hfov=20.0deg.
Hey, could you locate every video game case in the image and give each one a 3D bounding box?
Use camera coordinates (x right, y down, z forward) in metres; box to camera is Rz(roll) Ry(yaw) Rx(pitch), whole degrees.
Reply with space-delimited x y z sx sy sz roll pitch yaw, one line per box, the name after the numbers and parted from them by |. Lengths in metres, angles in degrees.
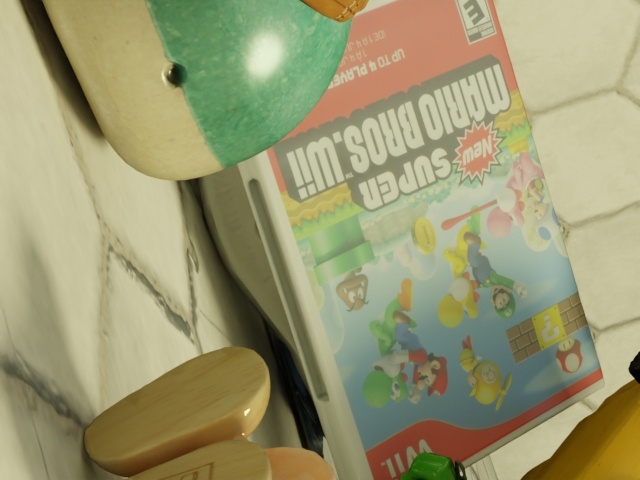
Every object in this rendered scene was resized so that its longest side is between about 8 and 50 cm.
0.058 -0.006 1.076 0.025 0.204 0.285 -3 -72 54 | video game case

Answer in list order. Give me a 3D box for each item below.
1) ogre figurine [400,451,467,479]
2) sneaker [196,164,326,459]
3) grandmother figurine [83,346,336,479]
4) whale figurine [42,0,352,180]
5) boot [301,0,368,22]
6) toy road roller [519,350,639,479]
0.045 0.222 1.000 0.197 0.097 0.118 -91 170 -50 | ogre figurine
0.001 0.000 1.207 0.236 0.130 0.323 -127 -166 -81 | sneaker
0.009 0.222 0.709 0.208 0.104 0.342 -78 149 -60 | grandmother figurine
-0.062 -0.151 0.903 0.272 0.141 0.216 -101 171 -57 | whale figurine
-0.065 -0.226 0.751 0.220 0.109 0.283 25 37 -27 | boot
0.206 0.203 1.125 0.202 0.240 0.329 49 44 0 | toy road roller
